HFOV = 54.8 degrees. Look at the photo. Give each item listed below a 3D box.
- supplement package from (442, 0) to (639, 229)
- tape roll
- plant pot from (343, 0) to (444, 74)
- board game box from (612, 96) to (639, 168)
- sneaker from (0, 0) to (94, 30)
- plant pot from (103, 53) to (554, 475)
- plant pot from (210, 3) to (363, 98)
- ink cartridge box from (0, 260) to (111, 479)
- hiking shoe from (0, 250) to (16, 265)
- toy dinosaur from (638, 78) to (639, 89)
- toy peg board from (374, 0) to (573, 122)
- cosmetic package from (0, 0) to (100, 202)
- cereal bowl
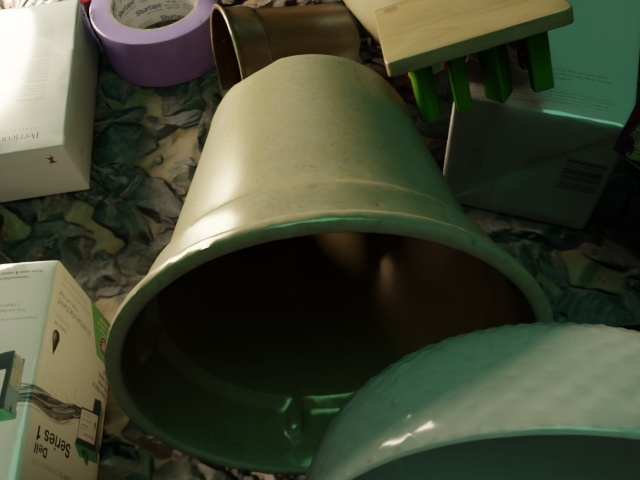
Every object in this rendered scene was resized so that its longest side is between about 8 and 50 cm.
[{"bbox_3d":[0.265,-0.193,0.738,0.175,0.177,0.292,13,59,13],"label":"supplement package"},{"bbox_3d":[-0.235,-0.322,0.917,0.189,0.080,0.189,-2,56,4],"label":"tape roll"},{"bbox_3d":[0.116,-0.380,0.781,0.191,0.284,0.284,34,65,21],"label":"plant pot"},{"bbox_3d":[0.441,-0.146,0.614,0.208,0.056,0.347,35,60,9],"label":"board game box"},{"bbox_3d":[-0.361,-0.410,0.980,0.270,0.090,0.145,-41,64,-17],"label":"sneaker"},{"bbox_3d":[0.000,0.000,0.575,0.334,0.333,0.305,-5,45,1],"label":"plant pot"},{"bbox_3d":[-0.042,-0.231,0.806,0.165,0.167,0.167,-14,56,-16],"label":"plant pot"},{"bbox_3d":[-0.265,0.153,0.559,0.093,0.160,0.219,-6,57,0],"label":"ink cartridge box"},{"bbox_3d":[-0.461,0.059,0.678,0.227,0.086,0.114,-1,53,2],"label":"hiking shoe"},{"bbox_3d":[0.463,-0.269,0.785,0.121,0.160,0.313,-6,56,1],"label":"toy dinosaur"},{"bbox_3d":[0.144,-0.191,0.610,0.161,0.079,0.160,-14,35,10],"label":"toy peg board"},{"bbox_3d":[-0.502,-0.175,0.829,0.378,0.097,0.284,-8,55,-1],"label":"cosmetic package"},{"bbox_3d":[0.156,0.176,0.427,0.339,0.338,0.141,4,38,7],"label":"cereal bowl"}]
